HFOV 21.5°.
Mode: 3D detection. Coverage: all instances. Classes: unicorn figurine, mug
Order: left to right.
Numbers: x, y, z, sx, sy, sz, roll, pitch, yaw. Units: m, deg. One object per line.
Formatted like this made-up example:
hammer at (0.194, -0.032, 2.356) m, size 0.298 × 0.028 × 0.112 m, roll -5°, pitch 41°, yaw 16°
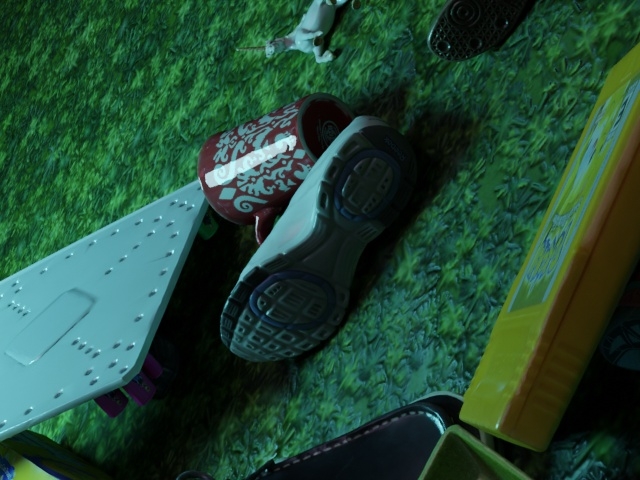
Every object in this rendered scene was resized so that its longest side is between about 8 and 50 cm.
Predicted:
mug at (-0.031, -0.078, 1.857) m, size 0.169 × 0.150 × 0.113 m, roll -24°, pitch 12°, yaw 47°
unicorn figurine at (-0.009, -0.255, 1.992) m, size 0.162 × 0.060 × 0.111 m, roll -48°, pitch 27°, yaw -1°

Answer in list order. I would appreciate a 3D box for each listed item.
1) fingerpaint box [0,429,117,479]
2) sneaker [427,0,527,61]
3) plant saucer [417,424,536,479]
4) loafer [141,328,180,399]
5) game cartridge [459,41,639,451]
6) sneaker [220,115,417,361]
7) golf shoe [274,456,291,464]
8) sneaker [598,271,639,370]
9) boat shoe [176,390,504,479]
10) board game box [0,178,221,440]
fingerpaint box at (-0.377, 0.421, 1.969) m, size 0.445 × 0.163 × 0.371 m, roll 11°, pitch 78°, yaw 61°
sneaker at (0.177, -0.255, 1.659) m, size 0.188 × 0.066 × 0.071 m, roll -47°, pitch 15°, yaw 23°
plant saucer at (0.128, 0.264, 1.277) m, size 0.188 × 0.045 × 0.188 m, roll 33°, pitch 98°, yaw 44°
loafer at (-0.228, 0.127, 2.035) m, size 0.076 × 0.078 × 0.223 m, roll -62°, pitch 27°, yaw 8°
game cartridge at (0.195, -0.001, 1.264) m, size 0.323 × 0.053 × 0.285 m, roll -63°, pitch -1°, yaw -5°
sneaker at (0.000, 0.000, 1.735) m, size 0.297 × 0.111 × 0.129 m, roll -53°, pitch 14°, yaw 16°
golf shoe at (-0.060, 0.290, 1.639) m, size 0.176 × 0.069 × 0.086 m, roll -59°, pitch 7°, yaw 5°
sneaker at (0.271, 0.089, 1.144) m, size 0.262 × 0.104 × 0.125 m, roll -6°, pitch 66°, yaw 61°
boat shoe at (-0.069, 0.283, 1.409) m, size 0.500 × 0.156 × 0.186 m, roll -34°, pitch 43°, yaw 7°
board game box at (-0.303, 0.116, 1.982) m, size 0.390 × 0.050 × 0.390 m, roll -25°, pitch 26°, yaw 27°
